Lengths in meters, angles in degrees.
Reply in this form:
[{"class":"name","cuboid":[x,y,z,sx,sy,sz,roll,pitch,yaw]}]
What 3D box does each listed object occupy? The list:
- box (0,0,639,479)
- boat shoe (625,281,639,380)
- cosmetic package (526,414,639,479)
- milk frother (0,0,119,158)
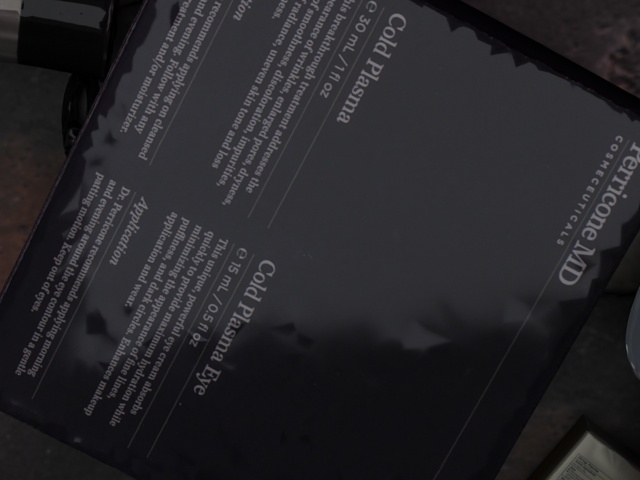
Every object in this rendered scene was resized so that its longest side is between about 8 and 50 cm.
[{"class":"box","cuboid":[0.000,0.000,0.957,0.312,0.179,0.343,28,102,-2]},{"class":"boat shoe","cuboid":[0.297,-0.034,0.968,0.113,0.105,0.306,30,95,2]},{"class":"cosmetic package","cuboid":[0.169,0.185,1.051,0.060,0.041,0.115,39,101,-3]},{"class":"milk frother","cuboid":[-0.201,-0.123,0.973,0.134,0.129,0.143,9,95,-6]}]
